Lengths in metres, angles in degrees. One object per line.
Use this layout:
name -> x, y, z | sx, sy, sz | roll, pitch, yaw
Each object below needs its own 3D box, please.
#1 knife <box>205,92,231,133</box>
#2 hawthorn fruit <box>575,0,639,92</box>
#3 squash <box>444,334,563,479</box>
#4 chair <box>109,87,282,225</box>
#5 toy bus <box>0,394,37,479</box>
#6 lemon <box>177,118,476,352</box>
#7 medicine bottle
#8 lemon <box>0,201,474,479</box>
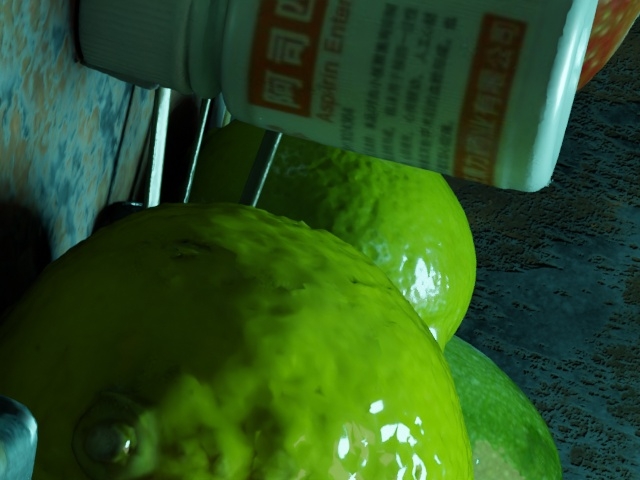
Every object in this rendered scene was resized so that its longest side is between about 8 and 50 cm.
knife -> -0.057, -0.146, 1.343 | 0.046, 0.022, 0.256 | -76, -178, -56
hawthorn fruit -> 0.098, -0.184, 1.438 | 0.285, 0.285, 0.369 | -49, 157, -74
squash -> 0.085, 0.222, 1.861 | 0.310, 0.309, 0.310 | -158, -90, -83
chair -> -0.064, -0.078, 1.183 | 0.095, 0.104, 0.221 | -160, -97, -80
toy bus -> -0.171, 0.101, 0.396 | 0.275, 0.167, 0.138 | -49, 153, -76
lemon -> 0.000, 0.000, 1.296 | 0.184, 0.248, 0.184 | -34, 153, -20
medicine bottle -> 0.012, -0.119, 1.017 | 0.144, 0.252, 0.144 | 15, 90, -80
lemon -> -0.051, 0.114, 0.979 | 0.322, 0.268, 0.268 | -1, 106, -86
